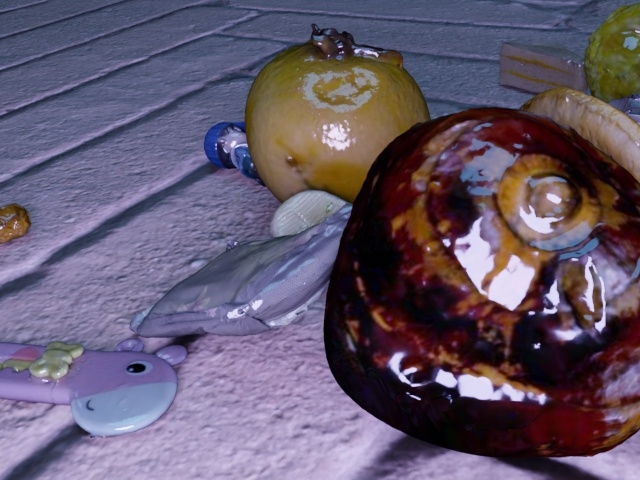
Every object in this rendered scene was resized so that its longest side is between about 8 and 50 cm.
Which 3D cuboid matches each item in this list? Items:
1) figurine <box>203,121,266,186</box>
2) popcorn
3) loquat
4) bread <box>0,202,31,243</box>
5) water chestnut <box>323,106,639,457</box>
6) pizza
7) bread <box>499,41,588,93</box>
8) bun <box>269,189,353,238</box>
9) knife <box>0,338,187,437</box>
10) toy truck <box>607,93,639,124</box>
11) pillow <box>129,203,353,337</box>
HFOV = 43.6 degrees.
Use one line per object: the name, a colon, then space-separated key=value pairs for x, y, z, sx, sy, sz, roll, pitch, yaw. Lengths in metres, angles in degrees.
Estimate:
figurine: x=-0.114 y=-0.118 z=1.142 sx=0.079 sy=0.077 sz=0.136 roll=-39 pitch=48 yaw=6
popcorn: x=0.509 y=-0.257 z=1.216 sx=0.213 sy=0.197 sz=0.198 roll=19 pitch=26 yaw=-12
loquat: x=0.022 y=-0.139 z=0.974 sx=0.244 sy=0.243 sz=0.244 roll=-3 pitch=29 yaw=2
bread: x=-0.435 y=-0.006 z=0.984 sx=0.157 sy=0.044 sz=0.052 roll=-22 pitch=36 yaw=-29
water chestnut: x=0.142 y=0.036 z=0.626 sx=0.289 sy=0.288 sz=0.244 roll=8 pitch=21 yaw=22
pizza: x=0.255 y=-0.010 z=0.693 sx=0.034 sy=0.262 sz=0.181 roll=-29 pitch=19 yaw=-18
bread: x=0.377 y=-0.285 z=1.356 sx=0.105 sy=0.077 sz=0.152 roll=-2 pitch=25 yaw=-5
bun: x=0.000 y=0.000 z=0.883 sx=0.115 sy=0.069 sz=0.115 roll=0 pitch=55 yaw=0
knife: x=-0.320 y=0.116 z=0.752 sx=0.399 sy=0.038 sz=0.132 roll=3 pitch=27 yaw=13
toy truck: x=0.372 y=-0.084 z=0.962 sx=0.135 sy=0.114 sz=0.270 roll=15 pitch=36 yaw=22
pillow: x=-0.069 y=0.042 z=0.748 sx=0.169 sy=0.059 sz=0.255 roll=-44 pitch=17 yaw=-31
